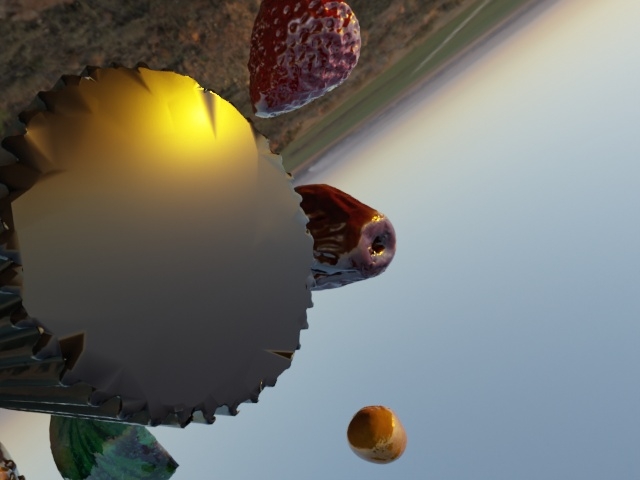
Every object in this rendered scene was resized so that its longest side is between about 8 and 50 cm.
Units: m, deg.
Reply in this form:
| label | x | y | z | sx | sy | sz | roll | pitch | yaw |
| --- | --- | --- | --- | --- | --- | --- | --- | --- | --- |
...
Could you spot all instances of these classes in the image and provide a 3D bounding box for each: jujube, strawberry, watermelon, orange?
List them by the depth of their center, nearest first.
| label | x | y | z | sx | sy | sz | roll | pitch | yaw |
| --- | --- | --- | --- | --- | --- | --- | --- | --- | --- |
| watermelon | -0.316 | 0.310 | 0.790 | 0.146 | 0.231 | 0.128 | -9 | -151 | 33 |
| jujube | 0.000 | 0.000 | 0.921 | 0.290 | 0.197 | 0.197 | 4 | -145 | 48 |
| strawberry | -0.038 | -0.454 | 1.250 | 0.292 | 0.310 | 0.292 | 0 | -176 | 0 |
| orange | 0.144 | 0.490 | 1.308 | 0.159 | 0.159 | 0.136 | 159 | -58 | -70 |

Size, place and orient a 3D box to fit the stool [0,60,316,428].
| label | x | y | z | sx | sy | sz | roll | pitch | yaw |
| --- | --- | --- | --- | --- | --- | --- | --- | --- | --- |
| stool | -0.221 | 0.033 | 0.517 | 0.330 | 0.297 | 0.297 | -18 | -164 | 39 |

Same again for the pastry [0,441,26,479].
| label | x | y | z | sx | sy | sz | roll | pitch | yaw |
| --- | --- | --- | --- | --- | --- | --- | --- | --- | --- |
| pastry | -0.554 | 0.384 | 0.659 | 0.245 | 0.409 | 0.409 | -25 | -174 | 5 |
